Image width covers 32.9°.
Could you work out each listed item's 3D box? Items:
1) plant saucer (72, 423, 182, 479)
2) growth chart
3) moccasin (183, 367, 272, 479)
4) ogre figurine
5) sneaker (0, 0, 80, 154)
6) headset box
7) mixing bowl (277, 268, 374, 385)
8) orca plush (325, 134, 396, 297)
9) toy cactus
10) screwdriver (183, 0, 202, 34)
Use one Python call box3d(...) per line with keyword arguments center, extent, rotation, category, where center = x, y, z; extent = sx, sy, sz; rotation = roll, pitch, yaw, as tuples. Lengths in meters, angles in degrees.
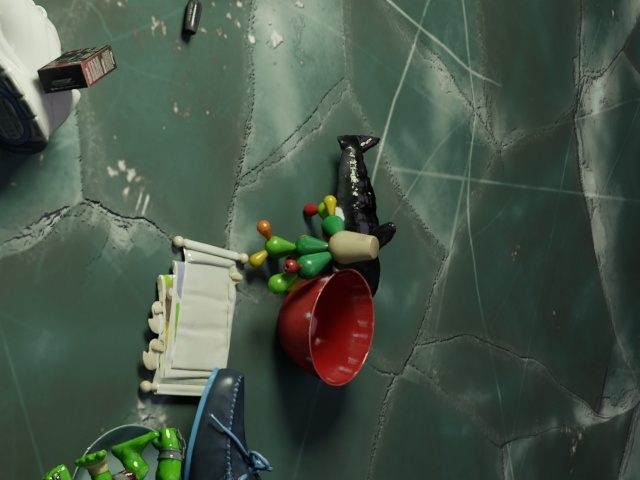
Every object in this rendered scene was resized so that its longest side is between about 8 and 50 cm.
box3d(center=(-0.264, 0.338, 1.427), extent=(0.195, 0.037, 0.195), rotation=(2, 88, -50), category="plant saucer")
box3d(center=(-0.181, 0.111, 1.550), extent=(0.172, 0.021, 0.237), rotation=(24, 70, -47), category="growth chart")
box3d(center=(-0.124, 0.351, 1.512), extent=(0.138, 0.116, 0.342), rotation=(-1, 97, -80), category="moccasin")
box3d(center=(-0.242, 0.313, 1.360), extent=(0.197, 0.096, 0.118), rotation=(-8, 76, -65), category="ogre figurine")
box3d(center=(-0.382, -0.253, 1.281), extent=(0.129, 0.111, 0.297), rotation=(-56, 136, -51), category="sneaker")
box3d(center=(-0.288, -0.201, 1.279), extent=(0.083, 0.062, 0.032), rotation=(-59, 139, -58), category="headset box")
box3d(center=(-0.003, 0.131, 1.694), extent=(0.181, 0.098, 0.182), rotation=(-8, 99, -55), category="mixing bowl")
box3d(center=(0.086, -0.030, 1.793), extent=(0.151, 0.102, 0.287), rotation=(22, 73, -62), category="orca plush")
box3d(center=(0.000, 0.000, 1.649), extent=(0.219, 0.180, 0.112), rotation=(-46, 130, -53), category="toy cactus")
box3d(center=(-0.180, -0.376, 1.582), extent=(0.024, 0.025, 0.170), rotation=(27, 59, -46), category="screwdriver")
